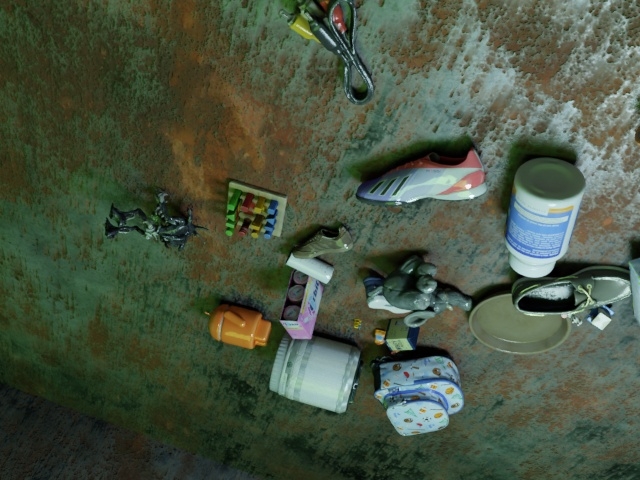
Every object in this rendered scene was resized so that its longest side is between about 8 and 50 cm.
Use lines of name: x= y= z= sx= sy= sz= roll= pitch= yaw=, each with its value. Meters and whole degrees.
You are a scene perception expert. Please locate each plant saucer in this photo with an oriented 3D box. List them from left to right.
plant saucer: x=0.559 y=0.226 z=1.939 sx=0.278 sy=0.041 sz=0.278 roll=9 pitch=138 yaw=8

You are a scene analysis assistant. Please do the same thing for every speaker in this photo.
speaker: x=-0.031 y=0.072 z=1.994 sx=0.136 sy=0.055 sz=0.055 roll=26 pitch=139 yaw=-9

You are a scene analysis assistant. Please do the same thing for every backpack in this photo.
backpack: x=0.316 y=0.478 z=2.177 sx=0.263 sy=0.213 sz=0.276 roll=-20 pitch=138 yaw=10

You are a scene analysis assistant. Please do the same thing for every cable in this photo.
cable: x=0.049 y=-0.414 z=1.444 sx=0.139 sy=0.072 sz=0.287 roll=-28 pitch=135 yaw=21

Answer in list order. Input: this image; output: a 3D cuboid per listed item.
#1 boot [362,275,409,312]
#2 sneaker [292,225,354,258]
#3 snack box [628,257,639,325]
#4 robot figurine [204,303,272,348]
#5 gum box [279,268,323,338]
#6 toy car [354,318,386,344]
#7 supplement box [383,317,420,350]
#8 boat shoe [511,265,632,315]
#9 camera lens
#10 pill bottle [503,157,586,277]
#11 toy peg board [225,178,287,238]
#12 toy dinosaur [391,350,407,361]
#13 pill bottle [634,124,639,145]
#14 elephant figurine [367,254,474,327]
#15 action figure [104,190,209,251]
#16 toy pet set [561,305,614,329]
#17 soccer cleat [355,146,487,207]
boot: x=0.202 y=0.154 z=1.993 sx=0.190 sy=0.086 sz=0.069 roll=17 pitch=141 yaw=-43
sneaker: x=0.000 y=0.000 z=1.910 sx=0.188 sy=0.066 sz=0.071 roll=-11 pitch=113 yaw=25
snack box: x=0.840 y=0.111 z=1.648 sx=0.174 sy=0.070 sz=0.207 roll=-19 pitch=129 yaw=10
robot figurine: x=-0.273 y=0.280 z=2.266 sx=0.219 sy=0.158 sz=0.128 roll=13 pitch=101 yaw=7
gum box: x=-0.053 y=0.182 z=2.029 sx=0.062 sy=0.188 sz=0.107 roll=-3 pitch=143 yaw=23
toy car: x=0.152 y=0.297 z=2.184 sx=0.122 sy=0.040 sz=0.060 roll=22 pitch=140 yaw=-4
supplement box: x=0.248 y=0.285 z=2.099 sx=0.083 sy=0.083 sz=0.056 roll=-8 pitch=132 yaw=30
boat shoe: x=0.640 y=0.135 z=1.745 sx=0.305 sy=0.091 sz=0.109 roll=-8 pitch=108 yaw=20
camera lens: x=-0.008 y=0.428 z=2.254 sx=0.274 sy=0.219 sz=0.219 roll=14 pitch=139 yaw=6
pill bottle: x=0.504 y=-0.043 z=1.583 sx=0.152 sy=0.152 sz=0.272 roll=9 pitch=138 yaw=12
toy peg board: x=-0.186 y=-0.065 z=1.883 sx=0.161 sy=0.079 sz=0.161 roll=17 pitch=140 yaw=3
toy dinosaur: x=0.247 y=0.366 z=2.201 sx=0.047 sy=0.090 sz=0.082 roll=6 pitch=-177 yaw=30
pill bottle: x=0.742 y=-0.156 z=1.380 sx=0.246 sy=0.130 sz=0.130 roll=35 pitch=137 yaw=-19
elephant figurine: x=0.285 y=0.163 z=1.912 sx=0.186 sy=0.169 sz=0.239 roll=26 pitch=167 yaw=38
action figure: x=-0.463 y=-0.056 z=1.964 sx=0.276 sy=0.141 sz=0.164 roll=5 pitch=137 yaw=-25
toy pet set: x=0.717 y=0.174 z=1.824 sx=0.114 sy=0.065 sz=0.122 roll=34 pitch=115 yaw=3
soccer cleat: x=0.228 y=-0.150 z=1.626 sx=0.318 sy=0.108 sz=0.116 roll=-3 pitch=115 yaw=26
